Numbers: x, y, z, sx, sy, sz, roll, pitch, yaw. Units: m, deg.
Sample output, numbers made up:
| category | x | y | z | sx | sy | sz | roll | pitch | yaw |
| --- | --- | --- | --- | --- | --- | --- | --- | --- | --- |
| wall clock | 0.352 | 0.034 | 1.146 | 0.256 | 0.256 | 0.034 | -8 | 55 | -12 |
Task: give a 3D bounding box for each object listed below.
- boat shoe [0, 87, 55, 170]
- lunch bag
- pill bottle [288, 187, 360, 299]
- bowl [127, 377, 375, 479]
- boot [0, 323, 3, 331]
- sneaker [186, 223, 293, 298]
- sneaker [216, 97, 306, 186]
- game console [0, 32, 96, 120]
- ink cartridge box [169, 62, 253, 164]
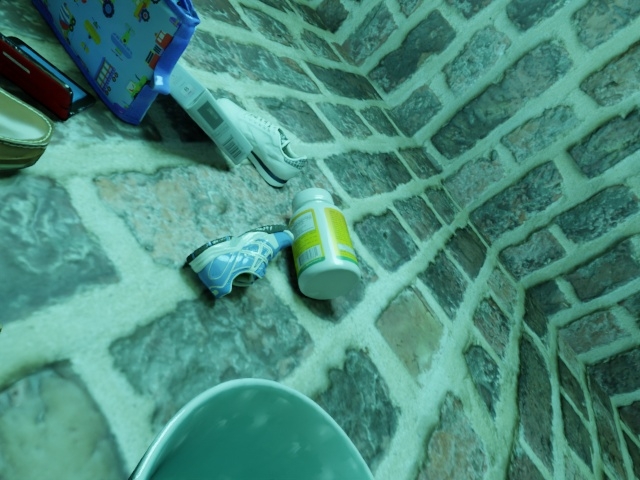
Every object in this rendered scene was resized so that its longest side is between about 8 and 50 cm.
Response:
| category | x | y | z | sx | sy | sz | roll | pitch | yaw |
| --- | --- | --- | --- | --- | --- | --- | --- | --- | --- |
| boat shoe | -0.445 | -0.178 | 0.415 | 0.324 | 0.120 | 0.122 | 22 | 41 | -40 |
| lunch bag | -0.316 | -0.356 | 0.679 | 0.138 | 0.221 | 0.293 | -8 | 64 | -56 |
| pill bottle | 0.000 | 0.000 | 0.826 | 0.118 | 0.118 | 0.208 | 23 | 41 | -40 |
| bowl | -0.071 | 0.295 | 0.346 | 0.311 | 0.163 | 0.311 | 42 | 25 | -25 |
| boot | -0.321 | 0.127 | 0.324 | 0.085 | 0.059 | 0.157 | 24 | 32 | -34 |
| sneaker | -0.117 | 0.030 | 0.689 | 0.211 | 0.080 | 0.081 | -23 | 83 | -49 |
| sneaker | -0.132 | -0.231 | 0.921 | 0.235 | 0.095 | 0.090 | 46 | 32 | -7 |
| game console | -0.400 | -0.253 | 0.598 | 0.144 | 0.124 | 0.085 | 39 | 59 | -20 |
| ink cartridge box | -0.243 | -0.268 | 0.796 | 0.232 | 0.066 | 0.189 | 42 | -3 | 24 |
